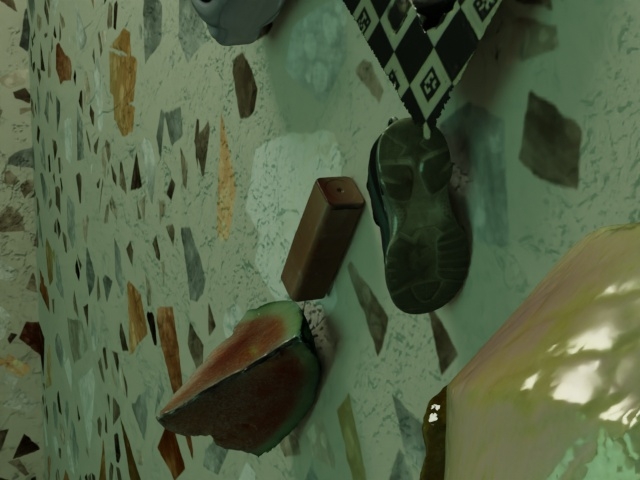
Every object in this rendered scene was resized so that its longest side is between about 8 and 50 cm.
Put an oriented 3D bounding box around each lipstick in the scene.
[{"bbox_3d":[0.000,0.000,0.949,0.045,0.045,0.145,61,145,36],"label":"lipstick"}]

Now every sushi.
[{"bbox_3d":[0.098,-0.215,0.718,0.193,0.040,0.210,-64,36,36],"label":"sushi"}]

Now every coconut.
[{"bbox_3d":[0.183,0.096,0.385,0.259,0.259,0.259,19,111,62],"label":"coconut"}]

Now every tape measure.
[{"bbox_3d":[-0.086,-0.329,1.015,0.196,0.105,0.178,-32,73,63],"label":"tape measure"}]

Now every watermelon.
[{"bbox_3d":[-0.068,0.167,1.013,0.136,0.202,0.207,43,152,-3],"label":"watermelon"}]

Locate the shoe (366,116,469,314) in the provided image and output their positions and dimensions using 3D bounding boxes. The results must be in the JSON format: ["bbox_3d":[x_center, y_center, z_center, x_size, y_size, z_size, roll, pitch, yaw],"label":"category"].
[{"bbox_3d":[0.074,-0.025,0.776,0.099,0.071,0.169,-130,31,-73],"label":"shoe"}]

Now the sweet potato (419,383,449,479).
[{"bbox_3d":[0.171,0.234,0.527,0.369,0.157,0.158,44,134,39],"label":"sweet potato"}]
